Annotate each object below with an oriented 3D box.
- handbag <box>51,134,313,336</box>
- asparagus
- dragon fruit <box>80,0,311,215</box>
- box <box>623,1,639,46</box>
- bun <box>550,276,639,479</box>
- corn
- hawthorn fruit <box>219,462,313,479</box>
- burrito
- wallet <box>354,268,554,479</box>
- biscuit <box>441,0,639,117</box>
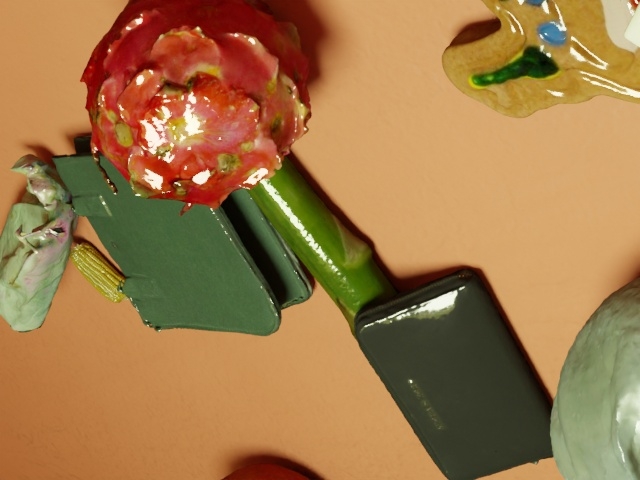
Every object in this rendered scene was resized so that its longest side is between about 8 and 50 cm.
[{"bbox_3d":[-0.158,-0.010,1.491,0.260,0.079,0.247,-2,127,45],"label":"handbag"},{"bbox_3d":[0.000,0.001,1.377,0.067,0.060,0.278,-26,111,44],"label":"asparagus"},{"bbox_3d":[-0.112,-0.133,1.224,0.268,0.205,0.210,-153,47,-85],"label":"dragon fruit"},{"bbox_3d":[0.335,-0.130,0.839,0.256,0.069,0.164,37,140,16],"label":"box"},{"bbox_3d":[0.352,0.183,1.121,0.362,0.211,0.362,27,140,25],"label":"bun"},{"bbox_3d":[-0.272,0.040,1.679,0.092,0.037,0.037,48,143,-9],"label":"corn"},{"bbox_3d":[-0.077,0.375,1.778,0.225,0.196,0.196,29,152,59],"label":"hawthorn fruit"},{"bbox_3d":[-0.341,0.002,1.640,0.229,0.089,0.144,127,136,-54],"label":"burrito"},{"bbox_3d":[0.144,0.149,1.384,0.149,0.044,0.250,-21,118,19],"label":"wallet"},{"bbox_3d":[0.204,-0.183,1.009,0.333,0.047,0.202,-1,128,41],"label":"biscuit"}]
